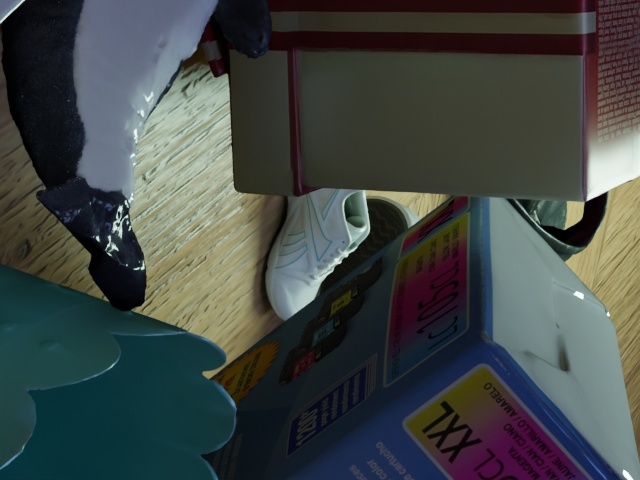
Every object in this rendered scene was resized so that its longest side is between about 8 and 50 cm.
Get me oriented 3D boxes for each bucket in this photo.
[{"bbox_3d":[-0.189,0.133,0.829,0.281,0.183,0.281,-48,152,-37],"label":"bucket"}]

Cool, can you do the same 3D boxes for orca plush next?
[{"bbox_3d":[-0.108,-0.093,0.853,0.151,0.102,0.287,16,55,-37],"label":"orca plush"}]

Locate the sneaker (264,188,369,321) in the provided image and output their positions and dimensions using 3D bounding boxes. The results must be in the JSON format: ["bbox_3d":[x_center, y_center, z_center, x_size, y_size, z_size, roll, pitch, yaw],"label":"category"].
[{"bbox_3d":[0.000,0.000,1.296,0.054,0.061,0.152,-35,144,-56],"label":"sneaker"}]

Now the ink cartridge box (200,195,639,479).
[{"bbox_3d":[-0.010,0.164,1.054,0.395,0.151,0.270,-39,-168,17],"label":"ink cartridge box"}]

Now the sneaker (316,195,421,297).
[{"bbox_3d":[0.031,0.113,1.416,0.123,0.106,0.290,22,90,-66],"label":"sneaker"}]

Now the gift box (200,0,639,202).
[{"bbox_3d":[0.081,-0.171,1.067,0.255,0.258,0.276,-12,103,-62],"label":"gift box"}]

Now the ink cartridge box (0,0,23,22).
[{"bbox_3d":[-0.144,-0.118,0.701,0.066,0.189,0.232,54,52,-14],"label":"ink cartridge box"}]

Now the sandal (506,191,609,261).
[{"bbox_3d":[0.205,-0.053,1.649,0.167,0.107,0.445,-60,158,-16],"label":"sandal"}]
